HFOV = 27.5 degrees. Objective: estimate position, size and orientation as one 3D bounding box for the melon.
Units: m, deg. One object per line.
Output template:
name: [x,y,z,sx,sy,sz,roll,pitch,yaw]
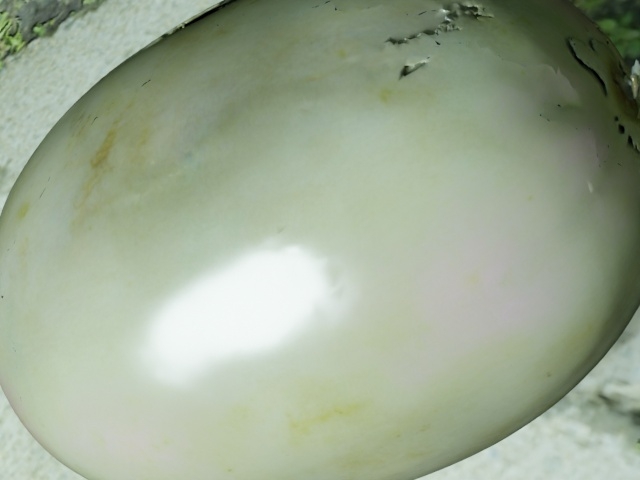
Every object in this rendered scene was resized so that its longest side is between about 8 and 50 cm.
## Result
melon: [0.000,0.000,0.575,0.317,0.223,0.223,-26,53,22]
